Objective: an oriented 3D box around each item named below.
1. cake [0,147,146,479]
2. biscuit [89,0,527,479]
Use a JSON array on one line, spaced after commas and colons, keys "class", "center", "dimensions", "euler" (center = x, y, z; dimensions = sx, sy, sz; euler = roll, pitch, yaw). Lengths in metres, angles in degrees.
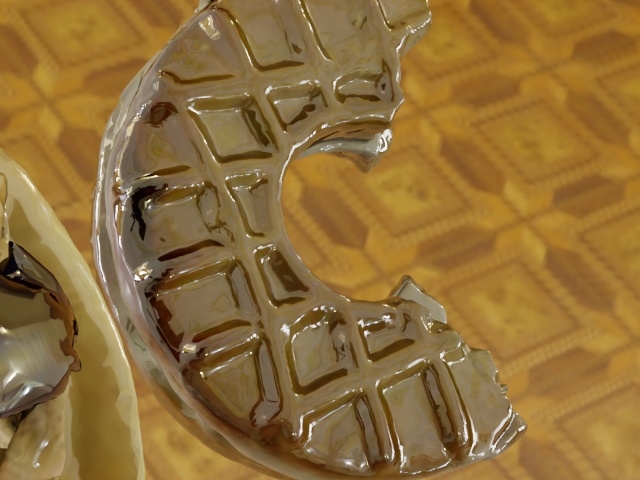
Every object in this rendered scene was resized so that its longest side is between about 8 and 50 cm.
[{"class": "cake", "center": [-0.191, 0.042, 0.458], "dimensions": [0.332, 0.321, 0.332], "euler": [11, 59, -19]}, {"class": "biscuit", "center": [-0.019, -0.005, 1.171], "dimensions": [0.268, 0.115, 0.366], "euler": [-13, 80, -23]}]
